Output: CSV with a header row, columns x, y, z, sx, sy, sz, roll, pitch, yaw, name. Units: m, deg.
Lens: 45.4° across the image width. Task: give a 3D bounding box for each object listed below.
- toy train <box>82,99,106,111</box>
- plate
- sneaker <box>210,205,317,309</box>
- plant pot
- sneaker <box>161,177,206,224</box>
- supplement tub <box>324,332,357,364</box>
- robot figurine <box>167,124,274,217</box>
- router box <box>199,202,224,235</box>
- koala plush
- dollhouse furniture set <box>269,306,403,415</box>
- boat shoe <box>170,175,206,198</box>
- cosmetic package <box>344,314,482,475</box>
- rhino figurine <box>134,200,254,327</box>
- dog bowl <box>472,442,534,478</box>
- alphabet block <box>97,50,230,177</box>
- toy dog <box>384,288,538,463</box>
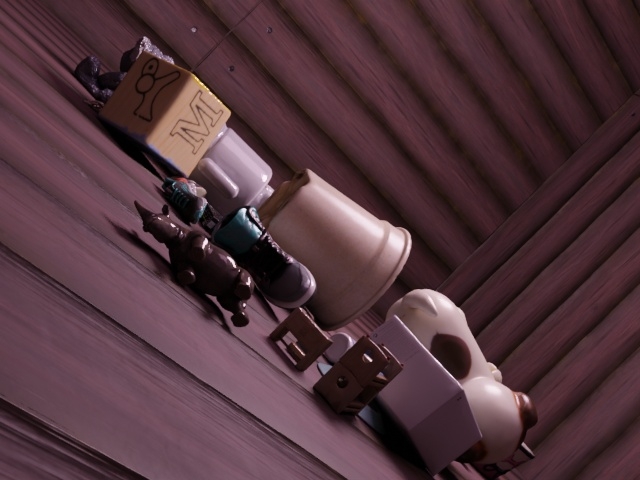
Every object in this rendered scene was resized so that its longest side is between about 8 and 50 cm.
x,y,z,sx,sy,sz,roll,pitch,yaw,name
-0.469,-0.342,1.916,0.105,0.143,0.248,46,2,24,toy train
0.068,0.301,1.495,0.188,0.024,0.188,45,3,-3,plate
-0.133,0.020,1.614,0.295,0.124,0.178,36,-10,47,sneaker
0.000,0.000,1.896,0.305,0.334,0.334,43,3,-17,plant pot
-0.300,-0.088,1.648,0.076,0.065,0.166,24,10,-33,sneaker
0.062,0.253,1.681,0.107,0.071,0.071,43,3,-46,supplement tub
-0.273,-0.193,2.061,0.353,0.200,0.300,45,3,-14,robot figurine
-0.242,-0.035,1.803,0.092,0.038,0.122,43,3,-26,router box
-0.513,-0.451,2.111,0.203,0.221,0.196,46,2,23,koala plush
0.032,0.197,1.360,0.183,0.129,0.129,46,2,22,dollhouse furniture set
-0.326,-0.127,1.887,0.043,0.049,0.137,43,6,19,boat shoe
0.188,0.313,1.535,0.224,0.138,0.224,45,-11,42,cosmetic package
-0.192,0.025,1.159,0.243,0.073,0.106,43,6,-16,rhino figurine
0.466,0.568,2.387,0.408,0.150,0.408,46,2,-2,dog bowl
-0.370,-0.301,1.827,0.192,0.197,0.193,31,-6,29,alphabet block
0.322,0.327,1.789,0.408,0.285,0.395,56,-27,32,toy dog
